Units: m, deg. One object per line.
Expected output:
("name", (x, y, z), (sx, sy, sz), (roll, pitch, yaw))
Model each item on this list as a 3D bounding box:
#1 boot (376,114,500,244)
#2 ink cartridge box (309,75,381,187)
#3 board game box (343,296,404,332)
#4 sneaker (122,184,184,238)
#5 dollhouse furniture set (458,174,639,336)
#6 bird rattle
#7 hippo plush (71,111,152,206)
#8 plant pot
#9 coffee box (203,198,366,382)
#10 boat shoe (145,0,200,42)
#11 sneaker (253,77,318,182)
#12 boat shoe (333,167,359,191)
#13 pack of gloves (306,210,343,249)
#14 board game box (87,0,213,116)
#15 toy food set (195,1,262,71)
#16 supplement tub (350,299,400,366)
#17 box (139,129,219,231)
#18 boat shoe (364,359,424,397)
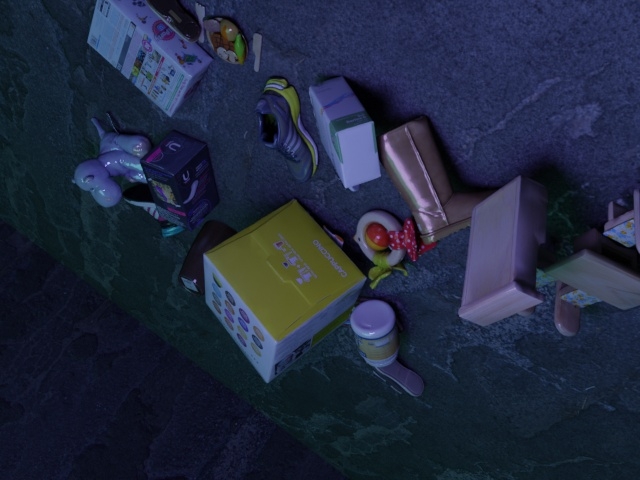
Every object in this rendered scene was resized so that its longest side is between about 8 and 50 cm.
("boot", (0.274, -0.154, 1.360), (0.089, 0.236, 0.270), (-126, 11, -84))
("ink cartridge box", (0.053, -0.247, 1.372), (0.212, 0.093, 0.154), (-116, 8, -45))
("board game box", (0.140, 0.250, 2.094), (0.281, 0.027, 0.145), (0, 132, 43))
("sneaker", (-0.595, -0.101, 2.260), (0.295, 0.124, 0.179), (15, 133, 28))
("dollhouse furniture set", (0.503, 0.081, 1.221), (0.394, 0.257, 0.362), (23, 150, -14))
("bird rattle", (0.179, 0.008, 1.663), (0.207, 0.143, 0.254), (46, 148, 16))
("hippo plush", (-0.700, -0.249, 2.049), (0.234, 0.237, 0.294), (-4, 131, 46))
("plant pot", (-0.403, 0.082, 2.202), (0.215, 0.230, 0.215), (25, 146, 18))
("coffee box", (-0.118, 0.150, 1.827), (0.338, 0.338, 0.334), (48, 153, 18))
("boat shoe", (-0.377, -0.565, 1.505), (0.190, 0.068, 0.072), (52, 169, -14))
("sneaker", (-0.099, -0.262, 1.572), (0.111, 0.121, 0.300), (11, 140, 35))
("boat shoe", (0.056, -0.184, 1.597), (0.040, 0.049, 0.142), (4, 138, 41))
("pack of gloves", (0.000, 0.000, 1.907), (0.195, 0.046, 0.232), (41, 151, 20))
("board game box", (-0.459, -0.508, 1.622), (0.303, 0.097, 0.224), (44, 148, -9))
("toy food set", (-0.234, -0.487, 1.488), (0.192, 0.039, 0.132), (29, 147, 11))
("supplement tub", (0.180, 0.302, 1.963), (0.144, 0.144, 0.200), (16, 142, 29))
("box", (-0.446, -0.188, 1.955), (0.143, 0.165, 0.270), (25, 146, 19))
("boat shoe", (0.234, 0.457, 2.193), (0.335, 0.112, 0.095), (44, 143, -19))
